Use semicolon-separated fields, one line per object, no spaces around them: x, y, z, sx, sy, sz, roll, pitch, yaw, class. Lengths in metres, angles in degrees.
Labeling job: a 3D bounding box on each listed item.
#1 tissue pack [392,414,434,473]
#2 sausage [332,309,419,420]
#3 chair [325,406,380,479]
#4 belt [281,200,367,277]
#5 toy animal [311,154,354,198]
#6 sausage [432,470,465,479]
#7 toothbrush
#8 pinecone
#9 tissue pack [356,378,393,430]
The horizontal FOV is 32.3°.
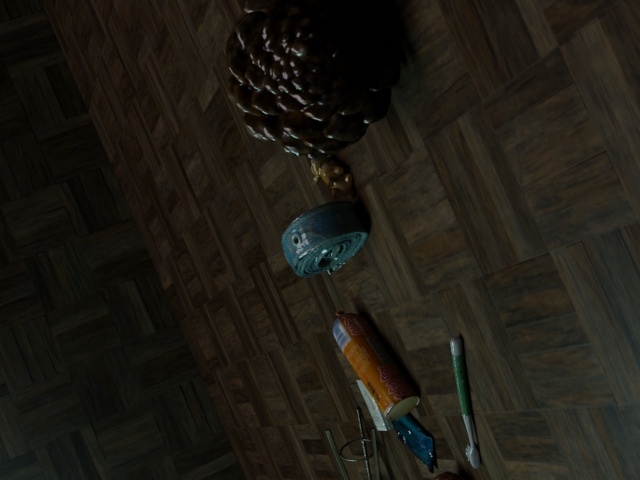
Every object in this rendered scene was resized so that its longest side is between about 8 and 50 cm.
0.164;0.355;2.009;0.138;0.028;0.085;40;147;49;tissue pack
0.088;0.213;1.984;0.234;0.071;0.071;55;158;32;sausage
0.082;0.463;2.254;0.104;0.095;0.221;-127;19;-68;chair
0.002;-0.004;1.866;0.163;0.148;0.082;-43;64;41;belt
0.019;-0.108;1.850;0.081;0.060;0.083;36;180;-32;toy animal
0.246;0.581;1.939;0.094;0.094;0.419;-62;-34;-54;sausage
0.226;0.255;1.727;0.024;0.018;0.257;-129;23;-57;toothbrush
-0.010;-0.229;1.512;0.244;0.244;0.309;63;173;13;pinecone
0.105;0.312;2.124;0.108;0.023;0.056;67;162;0;tissue pack
